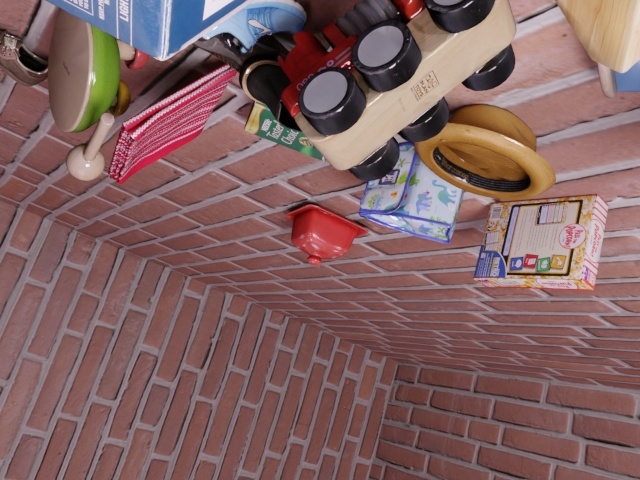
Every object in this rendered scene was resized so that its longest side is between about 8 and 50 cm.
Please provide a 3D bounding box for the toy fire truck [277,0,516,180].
[{"bbox_3d":[0.051,-0.207,0.656,0.158,0.217,0.246,40,-166,-54],"label":"toy fire truck"}]

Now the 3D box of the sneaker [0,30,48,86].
[{"bbox_3d":[-0.527,-0.324,1.032,0.071,0.066,0.188,-14,155,30],"label":"sneaker"}]

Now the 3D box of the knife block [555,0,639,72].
[{"bbox_3d":[0.186,-0.242,0.325,0.275,0.088,0.242,52,170,-13],"label":"knife block"}]

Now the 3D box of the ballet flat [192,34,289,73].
[{"bbox_3d":[-0.114,-0.264,0.785,0.250,0.084,0.058,30,-164,-45],"label":"ballet flat"}]

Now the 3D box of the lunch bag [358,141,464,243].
[{"bbox_3d":[0.147,-0.081,0.997,0.151,0.128,0.096,14,162,16],"label":"lunch bag"}]

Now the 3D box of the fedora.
[{"bbox_3d":[0.226,-0.127,0.855,0.194,0.079,0.194,22,165,6],"label":"fedora"}]

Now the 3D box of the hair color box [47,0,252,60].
[{"bbox_3d":[-0.203,-0.278,0.453,0.347,0.174,0.105,30,137,7],"label":"hair color box"}]

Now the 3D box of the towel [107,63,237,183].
[{"bbox_3d":[-0.235,-0.177,0.990,0.031,0.199,0.275,54,157,-6],"label":"towel"}]

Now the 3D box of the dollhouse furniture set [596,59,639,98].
[{"bbox_3d":[0.307,-0.088,0.501,0.198,0.303,0.286,6,160,31],"label":"dollhouse furniture set"}]

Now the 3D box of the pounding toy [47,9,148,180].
[{"bbox_3d":[-0.305,-0.219,0.907,0.110,0.236,0.183,-1,158,-39],"label":"pounding toy"}]

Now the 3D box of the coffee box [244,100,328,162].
[{"bbox_3d":[-0.025,-0.177,1.010,0.184,0.040,0.113,21,164,-12],"label":"coffee box"}]

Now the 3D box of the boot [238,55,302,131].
[{"bbox_3d":[0.008,-0.164,0.790,0.198,0.076,0.137,0,-148,-25],"label":"boot"}]

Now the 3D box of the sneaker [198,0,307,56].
[{"bbox_3d":[-0.084,-0.245,0.712,0.162,0.073,0.063,-10,-155,-45],"label":"sneaker"}]

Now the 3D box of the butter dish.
[{"bbox_3d":[0.000,0.000,1.431,0.160,0.118,0.160,24,163,-22],"label":"butter dish"}]

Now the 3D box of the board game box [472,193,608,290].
[{"bbox_3d":[0.356,0.005,1.034,0.045,0.146,0.193,30,160,-37],"label":"board game box"}]
